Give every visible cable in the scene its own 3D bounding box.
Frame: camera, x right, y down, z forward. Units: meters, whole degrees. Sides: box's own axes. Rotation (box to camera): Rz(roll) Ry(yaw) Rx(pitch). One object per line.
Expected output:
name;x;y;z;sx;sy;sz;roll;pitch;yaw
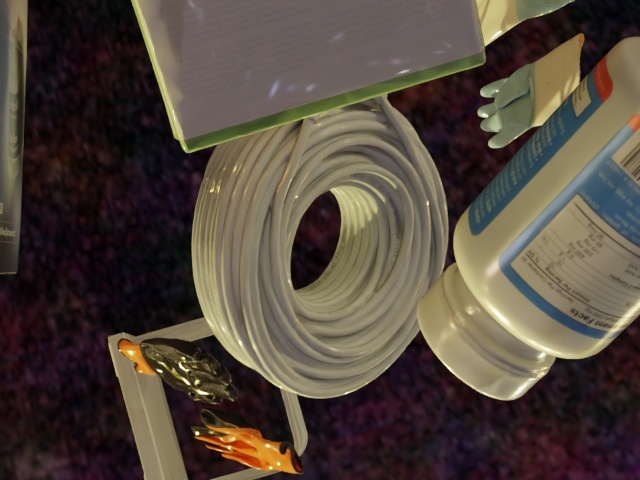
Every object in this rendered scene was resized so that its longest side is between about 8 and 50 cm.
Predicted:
cable;0.000;0.000;1.451;0.257;0.089;0.257;48;67;-40

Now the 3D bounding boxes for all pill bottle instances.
pill bottle;0.160;-0.007;1.046;0.124;0.124;0.221;21;125;-33

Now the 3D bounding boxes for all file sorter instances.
file sorter;-0.117;0.182;1.915;0.173;0.193;0.278;-16;175;-1

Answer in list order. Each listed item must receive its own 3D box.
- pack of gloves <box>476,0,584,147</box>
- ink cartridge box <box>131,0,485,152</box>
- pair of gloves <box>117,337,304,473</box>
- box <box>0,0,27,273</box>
pack of gloves;0.227;-0.202;1.757;0.046;0.232;0.195;1;83;-20
ink cartridge box;-0.020;-0.168;0.843;0.171;0.056;0.235;-16;128;-1
pair of gloves;-0.047;0.072;0.752;0.010;0.074;0.083;-50;121;-26
box;-0.349;-0.117;1.428;0.183;0.296;0.294;1;90;-3
